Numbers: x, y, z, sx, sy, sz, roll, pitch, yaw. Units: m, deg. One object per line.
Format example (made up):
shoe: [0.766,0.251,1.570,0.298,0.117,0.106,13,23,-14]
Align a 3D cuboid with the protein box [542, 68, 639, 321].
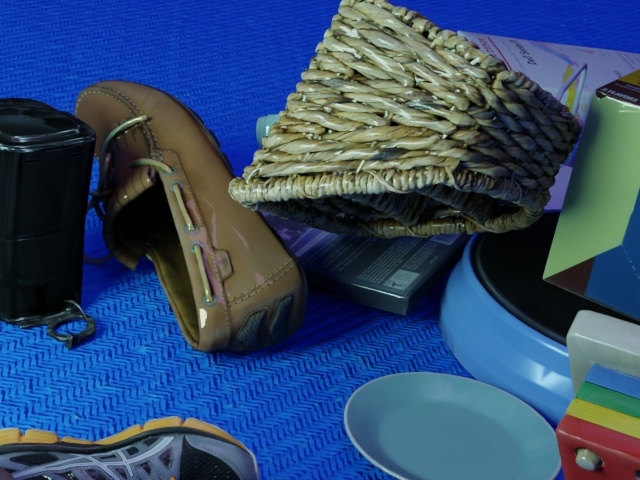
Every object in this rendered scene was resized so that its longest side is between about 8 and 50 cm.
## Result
protein box: [0.337,-0.051,1.320,0.136,0.200,0.201,25,29,27]

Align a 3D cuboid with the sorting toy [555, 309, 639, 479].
sorting toy: [0.290,0.191,0.960,0.255,0.257,0.089,18,58,28]

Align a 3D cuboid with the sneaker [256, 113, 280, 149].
sneaker: [0.004,-0.120,1.517,0.151,0.256,0.094,8,65,-2]

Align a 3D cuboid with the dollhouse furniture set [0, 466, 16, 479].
dollhouse furniture set: [-0.306,0.167,0.657,0.256,0.362,0.394,21,55,24]

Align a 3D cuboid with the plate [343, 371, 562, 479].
plate: [0.110,0.170,1.162,0.188,0.024,0.188,9,26,-4]

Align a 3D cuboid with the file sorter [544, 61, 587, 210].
file sorter: [0.401,-0.086,1.628,0.277,0.173,0.193,17,26,16]

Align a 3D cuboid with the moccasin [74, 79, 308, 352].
moccasin: [-0.159,-0.028,1.338,0.147,0.139,0.380,-15,51,-27]

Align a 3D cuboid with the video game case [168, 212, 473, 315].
video game case: [0.000,0.000,1.447,0.274,0.026,0.196,14,25,21]

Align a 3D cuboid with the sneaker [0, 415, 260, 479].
sneaker: [-0.149,0.183,0.983,0.214,0.084,0.083,-4,29,-6]

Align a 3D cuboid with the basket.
basket: [0.099,-0.066,1.267,0.213,0.223,0.299,32,4,21]

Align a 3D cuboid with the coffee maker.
coffee maker: [-0.257,-0.024,1.250,0.171,0.178,0.120,20,28,20]

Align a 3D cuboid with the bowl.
bowl: [0.315,0.077,1.369,0.391,0.077,0.391,8,25,-4]

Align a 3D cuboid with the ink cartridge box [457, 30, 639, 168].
ink cartridge box: [0.292,-0.188,1.859,0.353,0.119,0.207,5,26,-11]
